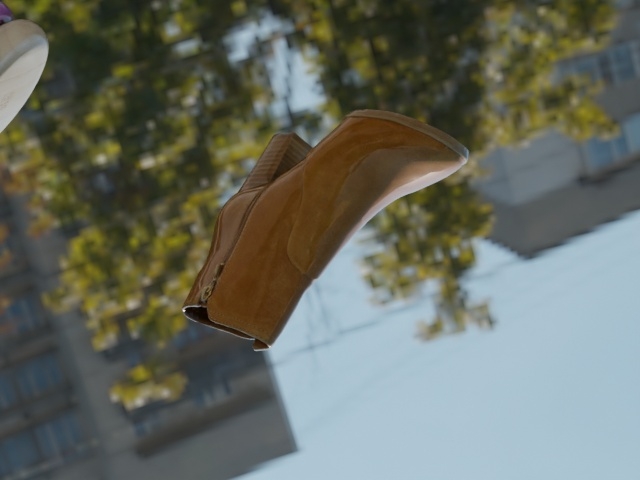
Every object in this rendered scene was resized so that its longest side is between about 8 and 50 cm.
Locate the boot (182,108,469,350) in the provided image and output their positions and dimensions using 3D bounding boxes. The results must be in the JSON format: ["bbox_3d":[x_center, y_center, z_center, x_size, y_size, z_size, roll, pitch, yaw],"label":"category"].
[{"bbox_3d":[-0.001,0.000,1.711,0.295,0.104,0.211,-4,-123,55],"label":"boot"}]

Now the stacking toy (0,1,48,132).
[{"bbox_3d":[-0.400,-0.217,1.655,0.141,0.330,0.141,-52,173,-8],"label":"stacking toy"}]
